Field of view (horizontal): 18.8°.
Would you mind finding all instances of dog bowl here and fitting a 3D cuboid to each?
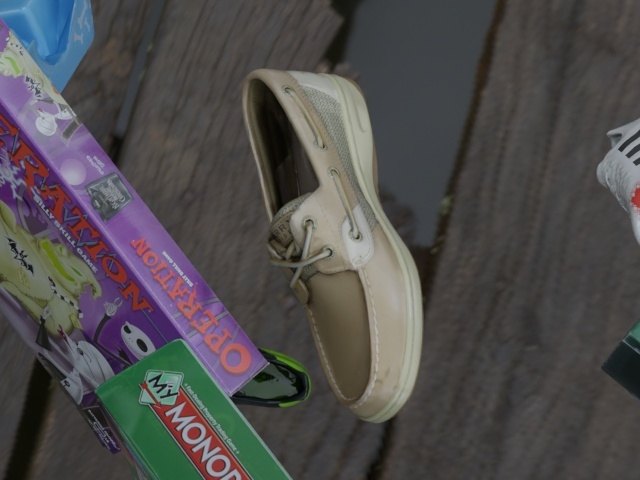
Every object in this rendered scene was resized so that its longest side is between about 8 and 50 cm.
[{"bbox_3d":[-0.283,-0.152,1.612,0.166,0.297,0.074,-7,122,18],"label":"dog bowl"}]

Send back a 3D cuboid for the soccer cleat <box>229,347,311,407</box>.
[{"bbox_3d":[-0.093,0.102,1.520,0.179,0.072,0.060,6,87,-12],"label":"soccer cleat"}]

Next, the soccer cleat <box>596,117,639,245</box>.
[{"bbox_3d":[0.131,-0.023,0.799,0.029,0.035,0.083,62,29,-33],"label":"soccer cleat"}]

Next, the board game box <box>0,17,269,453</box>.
[{"bbox_3d":[-0.199,-0.014,1.361,0.347,0.208,0.056,52,53,-4],"label":"board game box"}]

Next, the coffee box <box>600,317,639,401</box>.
[{"bbox_3d":[0.232,0.033,0.931,0.113,0.040,0.184,39,57,9],"label":"coffee box"}]

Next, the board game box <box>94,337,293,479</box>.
[{"bbox_3d":[0.029,0.207,0.765,0.046,0.213,0.317,-33,56,-12],"label":"board game box"}]

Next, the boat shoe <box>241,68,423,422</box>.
[{"bbox_3d":[0.000,0.000,1.511,0.098,0.109,0.302,7,60,-36],"label":"boat shoe"}]
